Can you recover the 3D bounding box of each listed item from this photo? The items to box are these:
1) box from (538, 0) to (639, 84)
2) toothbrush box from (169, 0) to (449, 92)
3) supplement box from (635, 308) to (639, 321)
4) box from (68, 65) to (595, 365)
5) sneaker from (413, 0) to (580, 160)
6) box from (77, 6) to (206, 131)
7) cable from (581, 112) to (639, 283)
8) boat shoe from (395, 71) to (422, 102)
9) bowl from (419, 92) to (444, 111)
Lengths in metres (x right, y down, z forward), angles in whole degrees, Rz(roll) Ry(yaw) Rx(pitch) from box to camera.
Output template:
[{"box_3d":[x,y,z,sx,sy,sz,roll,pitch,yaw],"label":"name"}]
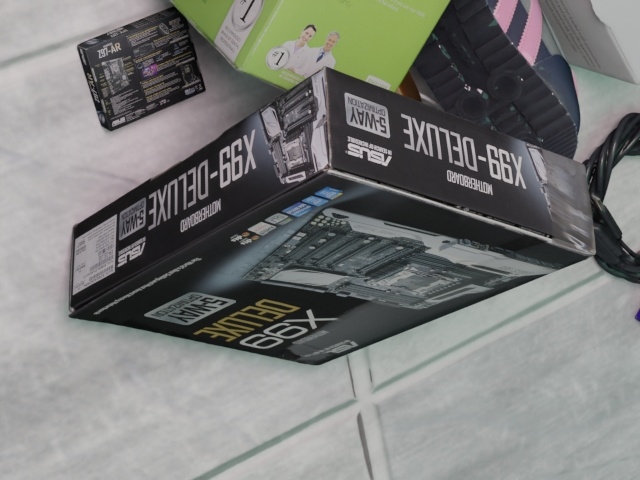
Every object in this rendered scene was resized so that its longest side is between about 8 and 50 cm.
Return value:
[{"box_3d":[0.251,-0.263,1.152,0.182,0.119,0.181,-46,127,-10],"label":"box"},{"box_3d":[0.018,-0.253,0.916,0.122,0.206,0.283,18,109,-37],"label":"toothbrush box"},{"box_3d":[0.439,0.022,1.391,0.114,0.111,0.220,30,91,-38],"label":"supplement box"},{"box_3d":[0.000,0.000,0.985,0.242,0.307,0.077,16,61,-37],"label":"box"},{"box_3d":[0.112,-0.201,1.111,0.112,0.131,0.319,-20,111,24],"label":"sneaker"},{"box_3d":[-0.131,-0.127,1.013,0.083,0.018,0.067,-27,121,-23],"label":"box"},{"box_3d":[0.314,-0.040,1.332,0.184,0.047,0.151,39,80,-33],"label":"cable"},{"box_3d":[0.065,-0.058,1.080,0.073,0.073,0.207,-21,121,17],"label":"boat shoe"},{"box_3d":[0.036,-0.063,1.128,0.142,0.053,0.142,18,98,-37],"label":"bowl"}]
